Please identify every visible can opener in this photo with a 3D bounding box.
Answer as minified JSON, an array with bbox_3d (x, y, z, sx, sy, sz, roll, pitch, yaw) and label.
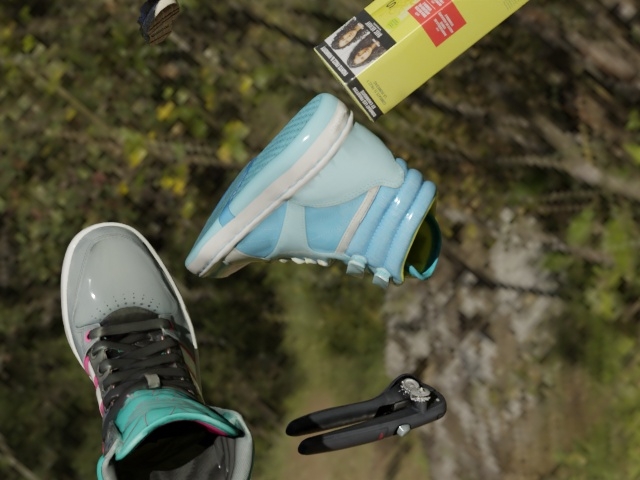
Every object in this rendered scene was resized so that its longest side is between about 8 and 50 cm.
[{"bbox_3d":[0.049,0.181,1.585,0.186,0.059,0.073,-12,-52,-40],"label":"can opener"}]

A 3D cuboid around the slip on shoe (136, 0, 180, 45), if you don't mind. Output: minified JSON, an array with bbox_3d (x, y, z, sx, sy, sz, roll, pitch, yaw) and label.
[{"bbox_3d":[-0.206,-0.281,1.981,0.051,0.041,0.135,-34,-3,-9],"label":"slip on shoe"}]

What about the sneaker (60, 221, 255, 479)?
[{"bbox_3d":[-0.135,0.122,1.262,0.124,0.295,0.178,-15,-3,-16],"label":"sneaker"}]

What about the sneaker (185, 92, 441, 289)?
[{"bbox_3d":[0.000,0.000,1.639,0.319,0.208,0.127,-40,18,54],"label":"sneaker"}]

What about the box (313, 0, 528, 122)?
[{"bbox_3d":[0.111,-0.215,1.488,0.232,0.058,0.087,-37,38,3],"label":"box"}]
